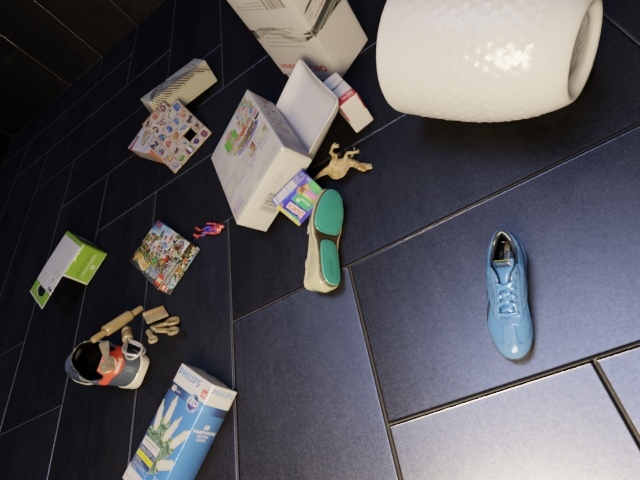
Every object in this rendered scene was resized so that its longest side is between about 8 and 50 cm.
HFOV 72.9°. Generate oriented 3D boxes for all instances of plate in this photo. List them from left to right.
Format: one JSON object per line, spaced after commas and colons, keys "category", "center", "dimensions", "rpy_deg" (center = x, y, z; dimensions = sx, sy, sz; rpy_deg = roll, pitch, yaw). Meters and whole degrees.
{"category": "plate", "center": [-0.057, -0.306, 1.162], "dimensions": [0.278, 0.045, 0.277], "rpy_deg": [-59, 40, 28]}

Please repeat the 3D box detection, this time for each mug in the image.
{"category": "mug", "center": [0.349, -0.387, 0.840], "dimensions": [0.328, 0.276, 0.374], "rpy_deg": [22, 47, 37]}

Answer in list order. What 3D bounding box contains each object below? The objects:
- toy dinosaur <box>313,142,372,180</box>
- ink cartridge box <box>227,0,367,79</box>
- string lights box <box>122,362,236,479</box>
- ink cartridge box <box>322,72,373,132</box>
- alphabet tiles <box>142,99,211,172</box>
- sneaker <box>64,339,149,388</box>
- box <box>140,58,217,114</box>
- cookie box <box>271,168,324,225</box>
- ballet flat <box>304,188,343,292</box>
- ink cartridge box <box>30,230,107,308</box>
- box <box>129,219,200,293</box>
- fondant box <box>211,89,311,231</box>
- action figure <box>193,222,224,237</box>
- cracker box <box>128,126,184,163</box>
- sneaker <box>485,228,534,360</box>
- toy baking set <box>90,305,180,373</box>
{"category": "toy dinosaur", "center": [0.037, -0.187, 1.068], "dimensions": [0.183, 0.053, 0.092], "rpy_deg": [-11, 59, 32]}
{"category": "ink cartridge box", "center": [-0.089, -0.662, 1.221], "dimensions": [0.285, 0.395, 0.166], "rpy_deg": [26, 78, 43]}
{"category": "string lights box", "center": [-0.300, 0.416, 0.931], "dimensions": [0.133, 0.077, 0.259], "rpy_deg": [12, 71, 42]}
{"category": "ink cartridge box", "center": [0.067, -0.358, 1.119], "dimensions": [0.056, 0.099, 0.135], "rpy_deg": [-37, 48, 9]}
{"category": "alphabet tiles", "center": [-0.536, -0.391, 1.571], "dimensions": [0.237, 0.009, 0.198], "rpy_deg": [44, 93, 14]}
{"category": "sneaker", "center": [-0.629, 0.324, 1.184], "dimensions": [0.350, 0.148, 0.131], "rpy_deg": [-9, 59, 33]}
{"category": "box", "center": [-0.546, -0.584, 1.678], "dimensions": [0.275, 0.094, 0.113], "rpy_deg": [-46, 44, -15]}
{"category": "cookie box", "center": [-0.049, -0.103, 1.054], "dimensions": [0.107, 0.092, 0.040], "rpy_deg": [-44, 43, 7]}
{"category": "ballet flat", "center": [0.000, 0.000, 0.969], "dimensions": [0.086, 0.086, 0.248], "rpy_deg": [-13, 57, 30]}
{"category": "ink cartridge box", "center": [-0.915, 0.115, 1.566], "dimensions": [0.189, 0.097, 0.255], "rpy_deg": [21, 79, 42]}
{"category": "box", "center": [-0.477, 0.044, 1.315], "dimensions": [0.233, 0.044, 0.159], "rpy_deg": [26, 80, 43]}
{"category": "fondant box", "center": [-0.174, -0.221, 1.170], "dimensions": [0.238, 0.096, 0.330], "rpy_deg": [-54, 44, 24]}
{"category": "action figure", "center": [-0.323, -0.032, 1.261], "dimensions": [0.115, 0.030, 0.038], "rpy_deg": [-9, 54, 31]}
{"category": "cracker box", "center": [-0.639, -0.393, 1.691], "dimensions": [0.232, 0.067, 0.155], "rpy_deg": [19, 75, 43]}
{"category": "sneaker", "center": [0.294, 0.081, 0.692], "dimensions": [0.069, 0.082, 0.209], "rpy_deg": [-8, 61, 31]}
{"category": "toy baking set", "center": [-0.481, 0.236, 1.108], "dimensions": [0.197, 0.030, 0.256], "rpy_deg": [8, 27, 31]}
